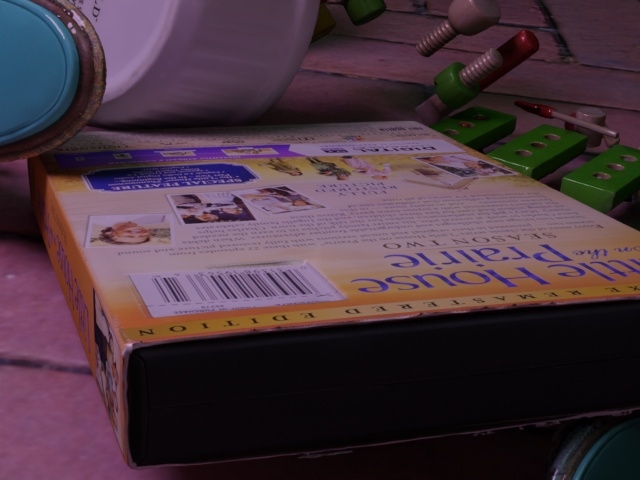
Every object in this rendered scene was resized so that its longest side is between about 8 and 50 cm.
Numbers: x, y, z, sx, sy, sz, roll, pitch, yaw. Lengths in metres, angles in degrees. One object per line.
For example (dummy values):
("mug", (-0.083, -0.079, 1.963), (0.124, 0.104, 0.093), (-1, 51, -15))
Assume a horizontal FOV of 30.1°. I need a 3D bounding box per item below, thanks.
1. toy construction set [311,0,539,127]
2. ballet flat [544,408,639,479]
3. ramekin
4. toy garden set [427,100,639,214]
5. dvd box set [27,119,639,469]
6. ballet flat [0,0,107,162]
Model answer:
("toy construction set", (0.004, -0.205, 1.059), (0.309, 0.237, 0.257), (42, 40, -15))
("ballet flat", (0.155, 0.106, 0.603), (0.188, 0.070, 0.070), (-15, 31, -42))
("ramekin", (-0.142, -0.205, 0.890), (0.273, 0.273, 0.127), (22, 18, 31))
("toy garden set", (0.231, -0.061, 1.002), (0.244, 0.049, 0.204), (20, 29, 30))
("dvd box set", (0.000, 0.000, 0.708), (0.307, 0.062, 0.420), (-4, 18, -19))
("ballet flat", (-0.255, -0.105, 0.820), (0.348, 0.123, 0.123), (-2, 17, 32))
